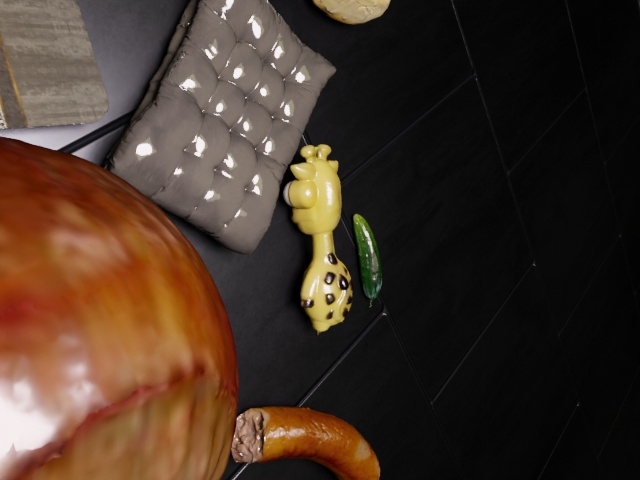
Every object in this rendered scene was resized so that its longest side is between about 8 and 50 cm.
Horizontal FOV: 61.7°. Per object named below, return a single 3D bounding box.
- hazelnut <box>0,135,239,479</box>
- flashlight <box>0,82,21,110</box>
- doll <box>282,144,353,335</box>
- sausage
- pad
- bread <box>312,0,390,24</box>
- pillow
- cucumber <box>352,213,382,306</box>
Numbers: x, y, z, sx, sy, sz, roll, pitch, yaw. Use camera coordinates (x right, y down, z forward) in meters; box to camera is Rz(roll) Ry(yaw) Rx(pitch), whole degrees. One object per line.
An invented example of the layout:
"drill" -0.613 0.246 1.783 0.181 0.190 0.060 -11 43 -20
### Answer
"hazelnut" -0.264 0.098 0.441 0.421 0.353 0.420 24 43 -25
"flashlight" -0.352 -0.122 0.545 0.052 0.031 0.110 52 60 -29
"doll" -0.001 0.000 0.821 0.117 0.086 0.290 -22 109 -54
"sausage" -0.006 0.320 0.835 0.302 0.076 0.102 32 79 -36
"pad" -0.359 -0.268 0.518 0.250 0.055 0.322 -16 107 -40
"bread" 0.047 -0.463 0.832 0.140 0.106 0.236 9 85 -40
"pillow" -0.120 -0.172 0.705 0.228 0.101 0.326 34 71 -38
"cucumber" 0.084 0.034 0.929 0.039 0.039 0.167 -17 101 -39
